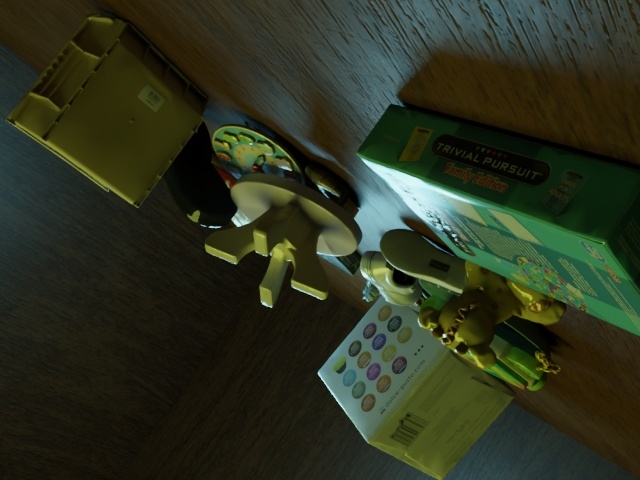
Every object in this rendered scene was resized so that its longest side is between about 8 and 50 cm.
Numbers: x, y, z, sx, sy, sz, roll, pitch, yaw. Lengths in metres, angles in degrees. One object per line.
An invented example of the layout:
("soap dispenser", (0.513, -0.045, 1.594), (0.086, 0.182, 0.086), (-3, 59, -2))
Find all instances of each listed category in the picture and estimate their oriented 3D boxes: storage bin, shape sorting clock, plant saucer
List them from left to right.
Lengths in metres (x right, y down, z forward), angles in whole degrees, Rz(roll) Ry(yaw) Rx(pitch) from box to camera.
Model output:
("storage bin", (-0.379, -0.239, 1.523), (0.123, 0.260, 0.262), (30, 172, 40))
("shape sorting clock", (-0.120, -0.147, 1.589), (0.206, 0.040, 0.206), (21, 151, 12))
("plant saucer", (0.351, 0.154, 1.730), (0.318, 0.043, 0.317), (33, 173, 5))

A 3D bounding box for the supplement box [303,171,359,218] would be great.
("supplement box", (-0.037, -0.094, 1.693), (0.233, 0.078, 0.080), (31, 173, 31))

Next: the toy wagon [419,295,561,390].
("toy wagon", (0.365, 0.233, 1.746), (0.267, 0.068, 0.344), (37, 173, -24))

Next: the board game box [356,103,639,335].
("board game box", (0.232, -0.019, 0.900), (0.336, 0.079, 0.254), (27, 171, 48))

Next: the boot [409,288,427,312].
("boot", (0.325, 0.211, 2.134), (0.209, 0.076, 0.189), (24, 157, 27))

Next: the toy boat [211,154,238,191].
("toy boat", (-0.255, -0.126, 2.206), (0.231, 0.151, 0.151), (31, 172, 27))

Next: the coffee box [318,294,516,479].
("coffee box", (0.266, 0.400, 2.315), (0.338, 0.337, 0.334), (35, -173, -36))

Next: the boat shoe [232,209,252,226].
("boat shoe", (-0.159, -0.065, 2.432), (0.103, 0.118, 0.320), (-19, 134, 34))

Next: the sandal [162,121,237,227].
("sandal", (-0.292, -0.218, 1.725), (0.168, 0.107, 0.445), (-3, -131, -49))

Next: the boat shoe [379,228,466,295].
("boat shoe", (0.214, 0.048, 1.523), (0.229, 0.080, 0.076), (21, 166, 32))

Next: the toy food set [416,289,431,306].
("toy food set", (0.242, 0.141, 2.062), (0.122, 0.019, 0.078), (35, -141, 18))

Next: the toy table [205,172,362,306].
("toy table", (-0.076, 0.000, 1.565), (0.274, 0.161, 0.252), (15, 145, 24))

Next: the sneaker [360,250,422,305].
("sneaker", (0.188, 0.097, 1.919), (0.091, 0.094, 0.258), (9, 167, 35))

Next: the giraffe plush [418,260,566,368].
("giraffe plush", (0.258, 0.109, 1.290), (0.210, 0.170, 0.181), (40, 172, -38))

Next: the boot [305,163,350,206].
("boot", (0.011, -0.107, 1.556), (0.087, 0.042, 0.118), (39, 173, 10))

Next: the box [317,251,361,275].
("box", (0.000, 0.000, 2.265), (0.183, 0.059, 0.232), (29, 172, 28))

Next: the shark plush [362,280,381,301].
("shark plush", (0.151, 0.164, 2.666), (0.073, 0.067, 0.161), (36, 173, -18))
